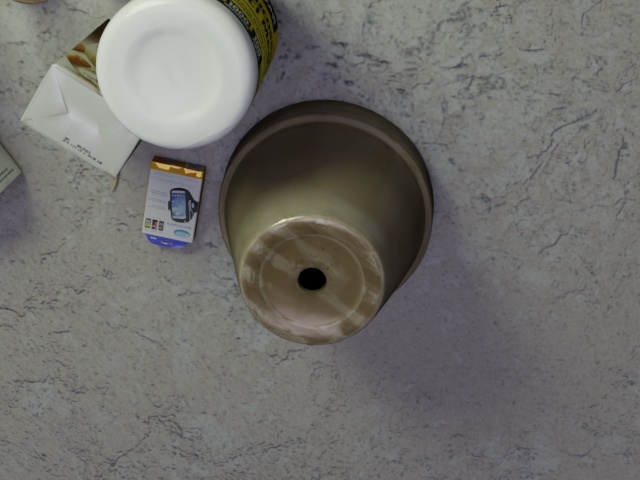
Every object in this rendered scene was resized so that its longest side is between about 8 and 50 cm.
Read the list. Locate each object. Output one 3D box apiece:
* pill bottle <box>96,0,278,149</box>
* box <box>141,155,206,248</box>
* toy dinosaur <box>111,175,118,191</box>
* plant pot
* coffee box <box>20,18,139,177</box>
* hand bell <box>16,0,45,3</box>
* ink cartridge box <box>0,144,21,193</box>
[{"bbox_3d":[-0.153,-0.253,1.346,0.188,0.334,0.188,2,114,4],"label":"pill bottle"},{"bbox_3d":[-0.224,-0.055,1.608,0.081,0.028,0.136,12,117,-1],"label":"box"},{"bbox_3d":[-0.322,-0.158,1.560,0.092,0.053,0.183,-4,133,36],"label":"toy dinosaur"},{"bbox_3d":[0.000,0.000,1.476,0.323,0.280,0.323,2,115,4],"label":"plant pot"},{"bbox_3d":[-0.284,-0.198,1.428,0.141,0.246,0.098,32,113,-10],"label":"coffee box"},{"bbox_3d":[-0.422,-0.348,1.377,0.126,0.242,0.126,2,113,4],"label":"hand bell"},{"bbox_3d":[-0.615,-0.143,1.551,0.201,0.117,0.278,-30,107,16],"label":"ink cartridge box"}]
